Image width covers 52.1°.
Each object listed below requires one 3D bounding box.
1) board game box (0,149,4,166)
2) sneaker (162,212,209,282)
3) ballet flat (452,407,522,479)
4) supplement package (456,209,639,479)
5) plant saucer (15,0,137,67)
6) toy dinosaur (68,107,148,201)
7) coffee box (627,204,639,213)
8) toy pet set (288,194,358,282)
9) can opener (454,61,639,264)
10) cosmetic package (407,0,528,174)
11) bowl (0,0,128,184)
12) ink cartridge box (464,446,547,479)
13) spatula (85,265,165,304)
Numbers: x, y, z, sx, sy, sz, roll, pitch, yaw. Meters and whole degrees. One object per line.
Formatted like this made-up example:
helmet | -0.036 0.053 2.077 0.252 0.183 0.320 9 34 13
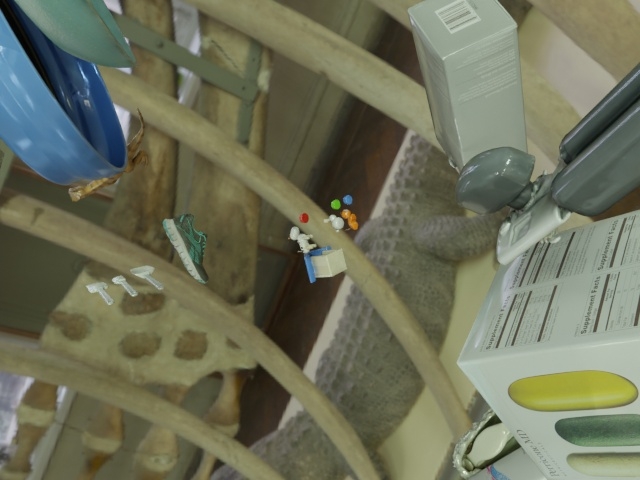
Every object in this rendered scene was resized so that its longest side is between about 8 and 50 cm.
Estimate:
board game box | -0.511 -0.014 0.772 0.223 0.098 0.303 -29 38 2
sneaker | -0.274 0.015 1.426 0.076 0.167 0.065 -30 21 -15
ballet flat | 0.432 0.365 1.355 0.409 0.147 0.147 -47 34 12
supplement package | 0.325 0.106 0.669 0.262 0.199 0.198 -20 25 46
plant saucer | -0.228 -0.252 0.442 0.043 0.318 0.318 -31 34 -3
toy dinosaur | -0.312 -0.129 1.039 0.211 0.064 0.112 -42 13 20
coffee box | 0.510 0.029 0.935 0.141 0.247 0.098 -36 51 -2
toy pet set | 0.000 0.000 1.027 0.065 0.122 0.114 -6 102 43
can opener | 0.184 -0.060 0.475 0.280 0.093 0.074 127 163 -64
cosmetic package | 0.199 -0.199 0.867 0.107 0.238 0.127 -25 51 5
bowl | -0.349 -0.243 0.753 0.077 0.391 0.391 -25 36 -3
ink cartridge box | 0.406 0.543 1.297 0.278 0.201 0.117 -37 11 15
spatula | -0.475 0.106 1.609 0.242 0.168 0.019 14 116 61
